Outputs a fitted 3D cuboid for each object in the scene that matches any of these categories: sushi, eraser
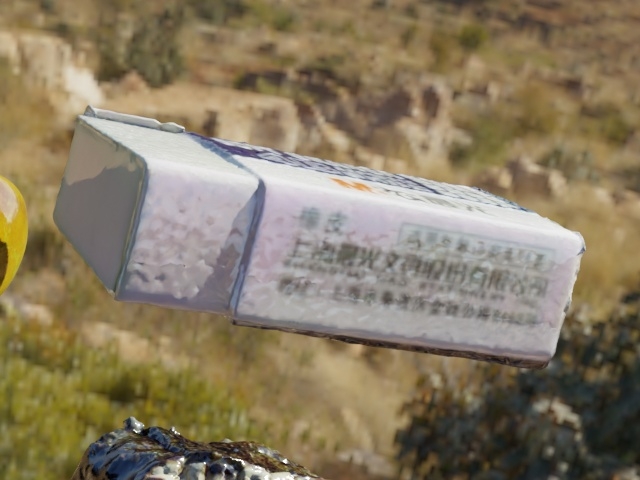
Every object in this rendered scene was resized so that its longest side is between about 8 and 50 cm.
[{"bbox_3d":[-0.043,0.140,0.824,0.150,0.090,0.078,22,-5,-36],"label":"sushi"},{"bbox_3d":[0.000,0.000,1.009,0.287,0.086,0.130,10,14,-29],"label":"eraser"}]

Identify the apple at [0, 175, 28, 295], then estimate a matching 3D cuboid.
[{"bbox_3d":[-0.227,-0.008,1.020,0.114,0.099,0.102,37,72,-6],"label":"apple"}]
